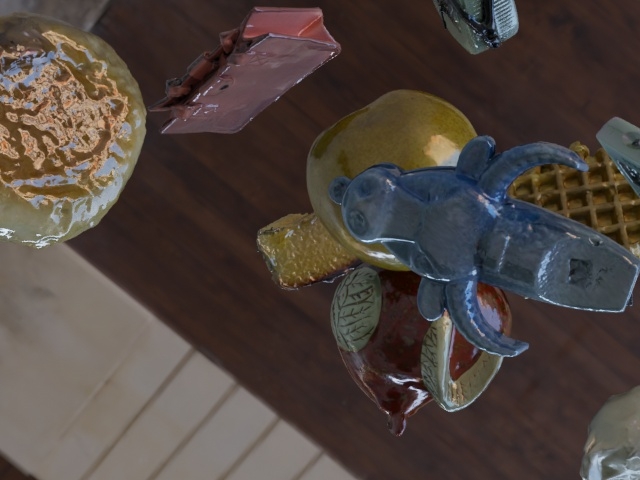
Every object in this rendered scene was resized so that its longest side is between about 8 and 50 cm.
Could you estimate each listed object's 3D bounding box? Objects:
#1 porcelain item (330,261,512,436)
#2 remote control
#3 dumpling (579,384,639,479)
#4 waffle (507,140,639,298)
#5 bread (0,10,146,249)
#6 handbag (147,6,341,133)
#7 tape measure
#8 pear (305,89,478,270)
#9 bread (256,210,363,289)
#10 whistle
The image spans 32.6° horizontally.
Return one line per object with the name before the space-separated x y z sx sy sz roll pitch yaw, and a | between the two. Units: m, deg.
porcelain item | 0.125 0.137 1.407 0.253 0.253 0.253 -50 -176 4
remote control | 0.513 -0.036 1.540 0.050 0.344 0.145 -45 -145 2
dumpling | 0.573 0.362 1.975 0.258 0.193 0.147 -43 -142 -13
waffle | 0.434 -0.041 1.876 0.329 0.329 0.062 -52 154 -17
bread | -0.296 -0.107 1.061 0.244 0.244 0.134 -53 -165 -30
handbag | -0.093 -0.201 1.327 0.212 0.059 0.157 -35 166 35
tape measure | 0.233 -0.427 1.810 0.115 0.235 0.207 -26 -137 1
pear | 0.093 -0.065 1.257 0.209 0.209 0.209 -50 -176 4
bread | 0.000 0.000 1.803 0.160 0.140 0.169 -21 -175 28
whistle | 0.131 -0.004 0.910 0.093 0.269 0.180 -22 128 -69
